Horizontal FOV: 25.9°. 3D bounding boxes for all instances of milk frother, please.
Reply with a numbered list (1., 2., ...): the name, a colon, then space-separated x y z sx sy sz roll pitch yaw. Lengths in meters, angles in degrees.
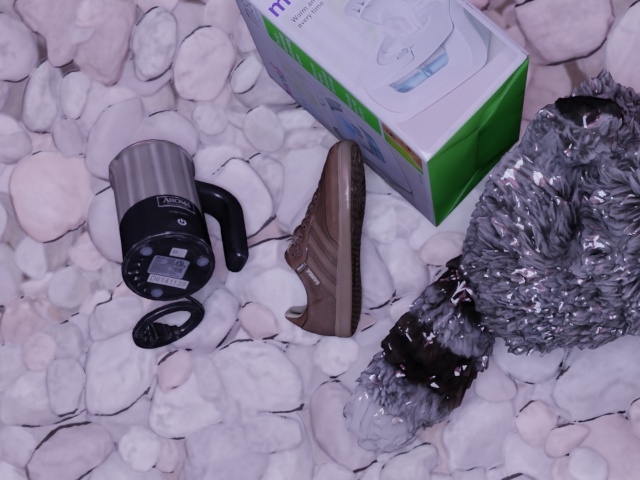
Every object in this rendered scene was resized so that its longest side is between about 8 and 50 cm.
1. milk frother: -0.150 0.008 1.298 0.143 0.129 0.135 -44 38 25

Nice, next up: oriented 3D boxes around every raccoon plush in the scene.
1. raccoon plush: 0.264 0.077 1.184 0.299 0.216 0.446 41 114 22

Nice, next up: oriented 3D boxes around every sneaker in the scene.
1. sneaker: 0.000 0.000 1.262 0.071 0.066 0.188 5 108 13

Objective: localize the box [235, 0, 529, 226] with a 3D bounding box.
1. box: 0.057 -0.155 1.218 0.231 0.262 0.127 43 86 11
